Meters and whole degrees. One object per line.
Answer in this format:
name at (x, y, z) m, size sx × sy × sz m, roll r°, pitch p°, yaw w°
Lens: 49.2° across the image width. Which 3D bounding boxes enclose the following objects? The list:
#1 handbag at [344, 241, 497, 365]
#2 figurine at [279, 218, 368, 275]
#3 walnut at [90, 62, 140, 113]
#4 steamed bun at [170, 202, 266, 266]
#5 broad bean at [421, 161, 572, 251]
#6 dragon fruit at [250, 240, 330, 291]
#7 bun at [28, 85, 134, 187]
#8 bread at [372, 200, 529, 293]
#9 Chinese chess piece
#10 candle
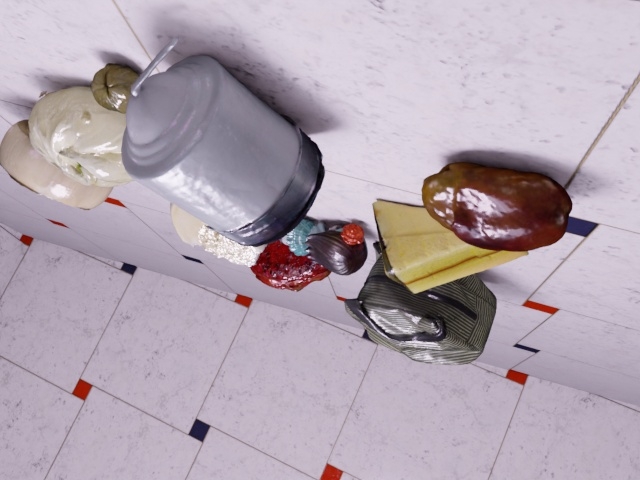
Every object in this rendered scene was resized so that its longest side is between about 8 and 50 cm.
handbag at (0.235, 0.148, 1.688) m, size 0.341 × 0.247 × 0.240 m, roll 11°, pitch 154°, yaw 35°
figurine at (0.000, 0.000, 1.659) m, size 0.246 × 0.110 × 0.138 m, roll 17°, pitch 150°, yaw 33°
walnut at (-0.330, -0.248, 1.142) m, size 0.092 × 0.092 × 0.092 m, roll 17°, pitch 166°, yaw 4°
steamed bun at (-0.176, -0.073, 1.335) m, size 0.200 × 0.225 × 0.170 m, roll 34°, pitch 135°, yaw -14°
broad bean at (0.264, -0.051, 1.073) m, size 0.229 × 0.122 × 0.156 m, roll 9°, pitch 167°, yaw 20°
dragon fruit at (-0.077, 0.080, 1.967) m, size 0.317 × 0.152 × 0.205 m, roll 12°, pitch 167°, yaw 24°
bun at (-0.434, -0.186, 1.355) m, size 0.259 × 0.160 × 0.259 m, roll 15°, pitch 169°, yaw 3°
bread at (0.255, -0.019, 1.388) m, size 0.264 × 0.163 × 0.167 m, roll -20°, pitch 152°, yaw 15°
Chinese chess piece at (-0.576, -0.165, 1.540) m, size 0.250 × 0.103 × 0.250 m, roll 32°, pitch -170°, yaw -6°
candle at (-0.165, -0.142, 1.059) m, size 0.221 × 0.221 × 0.342 m, roll 5°, pitch 159°, yaw 44°
